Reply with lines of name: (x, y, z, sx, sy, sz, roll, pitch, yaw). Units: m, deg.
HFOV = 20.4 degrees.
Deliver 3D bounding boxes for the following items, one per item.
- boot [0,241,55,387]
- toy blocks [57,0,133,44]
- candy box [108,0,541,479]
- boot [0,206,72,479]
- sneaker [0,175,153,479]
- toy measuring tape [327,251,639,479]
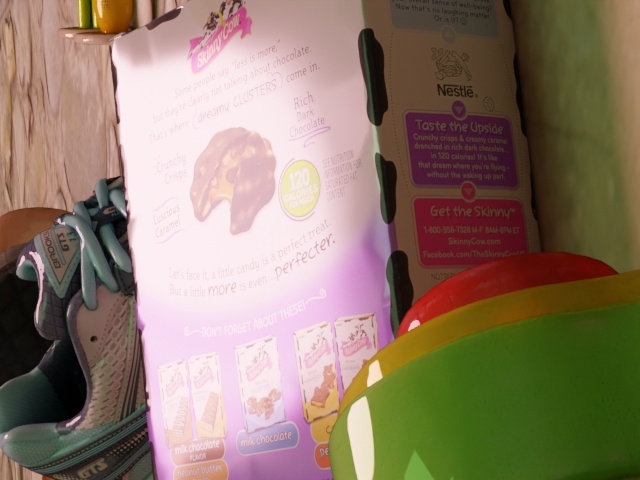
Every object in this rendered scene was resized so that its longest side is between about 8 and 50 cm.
boot: (-0.127, 0.043, 0.982, 0.246, 0.083, 0.161, 56, -171, -49)
toy blocks: (-0.148, -0.209, 1.196, 0.123, 0.054, 0.148, -151, 59, -70)
candy box: (0.000, 0.000, 0.646, 0.165, 0.070, 0.196, -17, 77, 52)
boot: (-0.187, 0.129, 1.312, 0.295, 0.104, 0.211, -122, 32, -49)
sneaker: (-0.066, 0.011, 0.797, 0.283, 0.122, 0.110, -65, 26, 27)
toy measuring tape: (0.074, 0.031, 0.420, 0.330, 0.121, 0.121, 113, 148, -56)
